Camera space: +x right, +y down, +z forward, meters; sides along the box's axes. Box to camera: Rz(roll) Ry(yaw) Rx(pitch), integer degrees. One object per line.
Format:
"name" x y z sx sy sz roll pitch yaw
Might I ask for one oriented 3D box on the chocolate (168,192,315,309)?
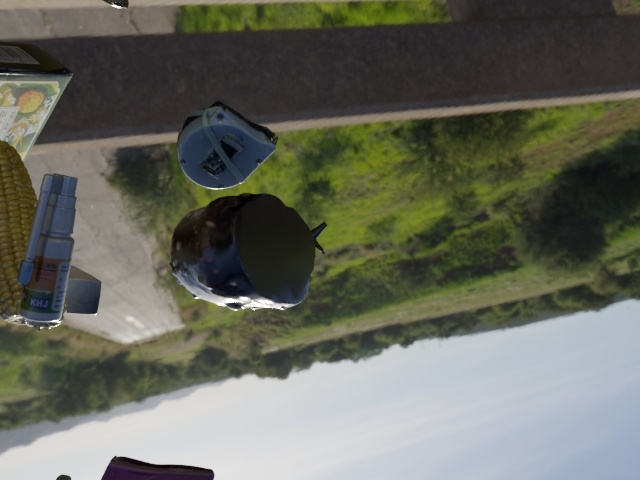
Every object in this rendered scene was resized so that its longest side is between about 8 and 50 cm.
"chocolate" -0.170 0.032 1.304 0.210 0.225 0.340 -8 171 24

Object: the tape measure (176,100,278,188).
"tape measure" -0.216 -0.198 1.395 0.182 0.107 0.181 25 118 -32

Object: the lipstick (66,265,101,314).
"lipstick" -0.565 0.103 1.447 0.080 0.076 0.371 9 179 -30

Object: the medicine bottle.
"medicine bottle" -0.407 0.010 0.964 0.061 0.221 0.092 11 -178 6

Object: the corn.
"corn" -0.572 -0.019 1.174 0.144 0.387 0.144 -22 166 -6

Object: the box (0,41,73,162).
"box" -0.833 -0.274 1.539 0.420 0.138 0.373 -51 177 19

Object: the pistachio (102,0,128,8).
"pistachio" -0.447 -0.511 1.255 0.173 0.049 0.089 27 -164 -17

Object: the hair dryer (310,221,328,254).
"hair dryer" 0.000 0.000 1.693 0.079 0.083 0.031 -40 151 6

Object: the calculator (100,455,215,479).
"calculator" -0.270 0.414 1.042 0.190 0.126 0.034 20 -172 -31

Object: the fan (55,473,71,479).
"fan" -0.531 0.553 1.259 0.038 0.193 0.016 -12 141 29
